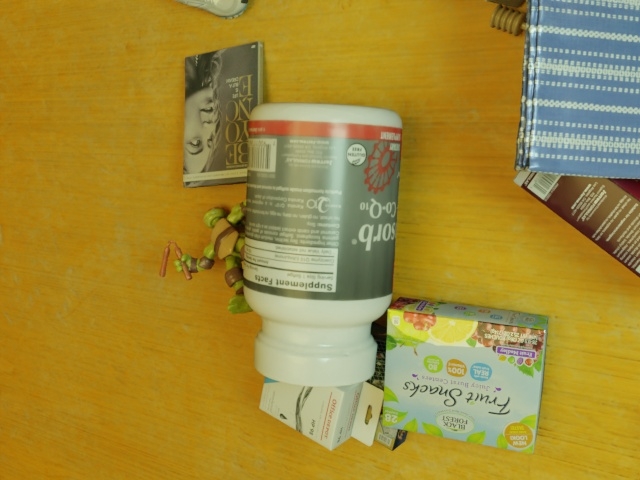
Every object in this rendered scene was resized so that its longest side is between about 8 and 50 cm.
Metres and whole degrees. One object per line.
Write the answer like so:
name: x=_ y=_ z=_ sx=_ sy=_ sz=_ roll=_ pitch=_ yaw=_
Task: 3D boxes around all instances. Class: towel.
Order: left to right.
towel: x=0.320 y=-0.232 z=0.785 sx=0.040 sy=0.243 sz=0.336 roll=-156 pitch=67 yaw=-78

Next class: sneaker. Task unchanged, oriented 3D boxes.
sneaker: x=-0.200 y=-0.397 z=1.203 sx=0.190 sy=0.083 sz=0.071 roll=20 pitch=109 yaw=30

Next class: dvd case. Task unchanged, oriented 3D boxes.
dvd case: x=-0.160 y=-0.200 z=1.229 sx=0.164 sy=0.018 sz=0.221 roll=-1 pitch=88 yaw=35

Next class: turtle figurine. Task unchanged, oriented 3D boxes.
turtle figurine: x=-0.152 y=0.018 z=1.244 sx=0.269 sy=0.087 sz=0.217 roll=-47 pitch=48 yaw=16

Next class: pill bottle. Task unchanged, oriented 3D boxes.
pill bottle: x=0.000 y=0.000 z=1.044 sx=0.210 sy=0.210 sz=0.363 roll=7 pitch=98 yaw=34

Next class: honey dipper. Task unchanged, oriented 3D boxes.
honey dipper: x=0.284 y=-0.248 z=0.923 sx=0.160 sy=0.030 sz=0.031 roll=29 pitch=115 yaw=23

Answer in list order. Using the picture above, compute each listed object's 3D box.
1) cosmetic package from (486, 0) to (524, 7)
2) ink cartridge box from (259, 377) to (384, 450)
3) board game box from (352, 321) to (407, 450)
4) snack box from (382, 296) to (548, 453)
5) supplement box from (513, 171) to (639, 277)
cosmetic package: x=0.247 y=-0.403 z=0.869 sx=0.127 sy=0.107 sz=0.238 roll=51 pitch=126 yaw=20
ink cartridge box: x=-0.001 y=0.242 z=1.153 sx=0.180 sy=0.060 sz=0.104 roll=22 pitch=112 yaw=30
board game box: x=0.039 y=0.195 z=1.180 sx=0.243 sy=0.042 sz=0.165 roll=24 pitch=113 yaw=30
snack box: x=0.193 y=0.178 z=1.022 sx=0.207 sy=0.070 sz=0.175 roll=7 pitch=104 yaw=20
supplement box: x=0.351 y=-0.031 z=0.855 sx=0.239 sy=0.130 sz=0.073 roll=42 pitch=121 yaw=20
